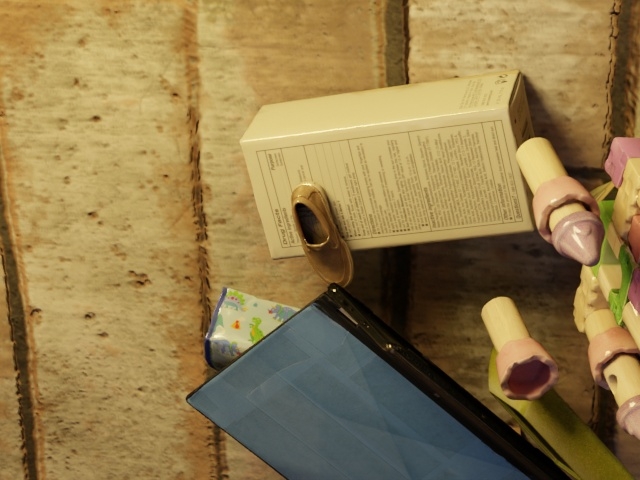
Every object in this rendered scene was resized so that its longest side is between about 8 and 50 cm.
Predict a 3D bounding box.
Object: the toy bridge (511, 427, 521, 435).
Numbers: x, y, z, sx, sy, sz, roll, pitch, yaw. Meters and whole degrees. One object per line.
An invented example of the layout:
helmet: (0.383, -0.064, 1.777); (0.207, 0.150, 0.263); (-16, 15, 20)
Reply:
toy bridge: (0.228, 0.321, 2.199); (0.063, 0.026, 0.188); (-4, 116, 8)

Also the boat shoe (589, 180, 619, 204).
boat shoe: (0.350, -0.058, 1.956); (0.153, 0.048, 0.056); (-34, 105, 27)

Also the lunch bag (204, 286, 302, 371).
lunch bag: (-0.070, 0.133, 2.144); (0.129, 0.096, 0.151); (15, 149, 7)

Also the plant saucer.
plant saucer: (0.271, 0.218, 2.046); (0.045, 0.188, 0.188); (-43, 102, -4)

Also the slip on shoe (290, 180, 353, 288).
slip on shoe: (0.000, 0.000, 1.953); (0.051, 0.041, 0.135); (-7, 117, 18)

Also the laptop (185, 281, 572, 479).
laptop: (0.092, 0.259, 1.978); (0.382, 0.408, 0.236); (39, 91, -18)

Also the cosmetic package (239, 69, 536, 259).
cosmetic package: (0.084, -0.083, 1.975); (0.310, 0.113, 0.160); (-5, 117, 18)

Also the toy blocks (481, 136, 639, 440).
toy blocks: (0.358, 0.063, 1.840); (0.309, 0.260, 0.288); (-3, 128, -13)
